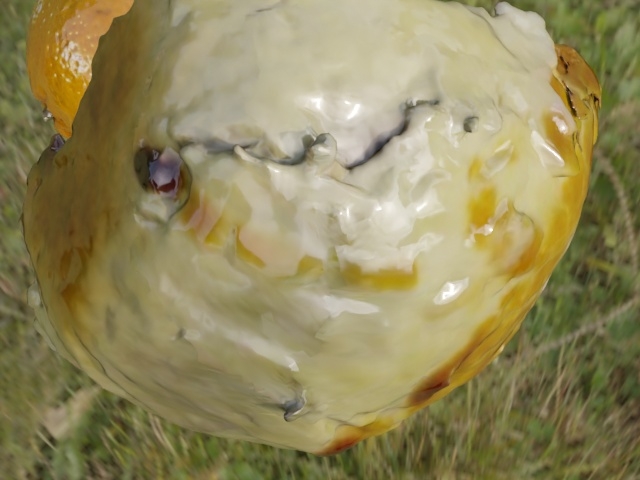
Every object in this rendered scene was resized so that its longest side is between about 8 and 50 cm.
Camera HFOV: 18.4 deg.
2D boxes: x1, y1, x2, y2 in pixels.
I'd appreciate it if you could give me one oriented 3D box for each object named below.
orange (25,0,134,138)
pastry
[{"bbox_3d":[-0.124,-0.130,1.393,0.155,0.177,0.177,-45,76,22],"label":"orange"},{"bbox_3d":[0.002,0.006,0.873,0.237,0.256,0.170,15,43,-24],"label":"pastry"}]
